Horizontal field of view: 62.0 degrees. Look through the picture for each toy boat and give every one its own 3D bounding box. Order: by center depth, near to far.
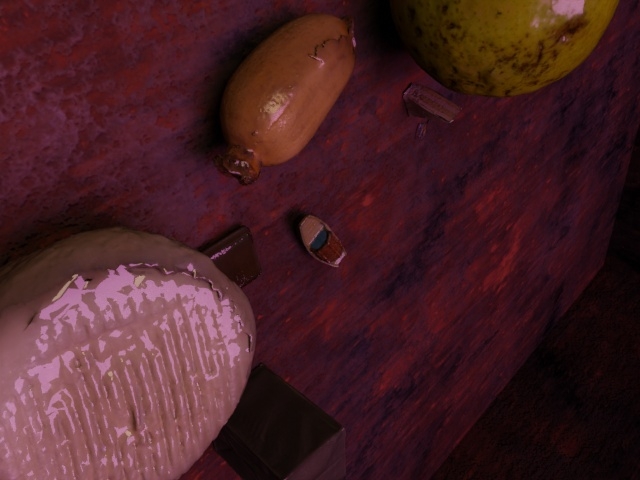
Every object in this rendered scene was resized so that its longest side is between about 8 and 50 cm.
[{"bbox_3d":[0.000,0.000,1.013,0.065,0.066,0.172,-52,140,-8],"label":"toy boat"}]

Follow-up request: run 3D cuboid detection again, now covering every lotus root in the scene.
[{"bbox_3d":[-0.055,-0.212,0.769,0.303,0.131,0.146,-55,143,-13],"label":"lotus root"}]

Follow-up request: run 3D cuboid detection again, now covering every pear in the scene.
[{"bbox_3d":[0.285,-0.438,0.845,0.391,0.391,0.390,-27,130,-37],"label":"pear"}]

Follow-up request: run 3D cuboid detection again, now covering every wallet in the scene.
[{"bbox_3d":[-0.187,0.065,0.867,0.198,0.031,0.110,-36,136,-29],"label":"wallet"}]

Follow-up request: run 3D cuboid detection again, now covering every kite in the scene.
[{"bbox_3d":[0.228,-0.254,1.168,0.044,0.002,0.078,16,101,-52],"label":"kite"}]

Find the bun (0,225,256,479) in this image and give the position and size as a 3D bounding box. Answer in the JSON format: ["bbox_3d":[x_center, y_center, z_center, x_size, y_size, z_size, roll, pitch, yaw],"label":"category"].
[{"bbox_3d":[-0.264,0.143,0.674,0.360,0.211,0.359,-8,106,-30],"label":"bun"}]

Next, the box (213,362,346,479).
[{"bbox_3d":[-0.085,0.379,1.009,0.149,0.231,0.155,-29,133,-35],"label":"box"}]

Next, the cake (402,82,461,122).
[{"bbox_3d":[0.228,-0.264,1.068,0.052,0.121,0.065,-42,147,-14],"label":"cake"}]
